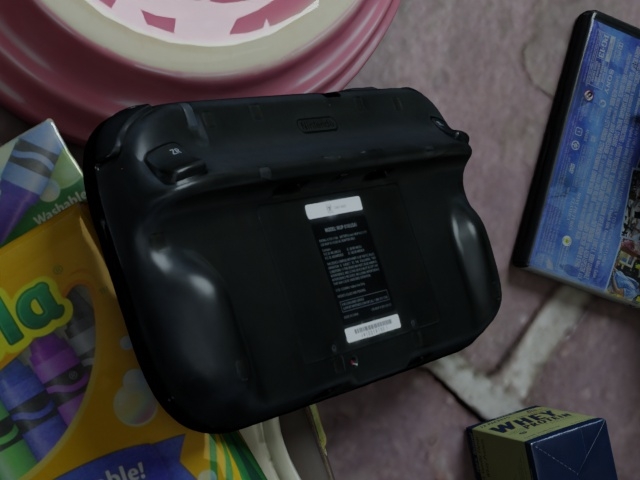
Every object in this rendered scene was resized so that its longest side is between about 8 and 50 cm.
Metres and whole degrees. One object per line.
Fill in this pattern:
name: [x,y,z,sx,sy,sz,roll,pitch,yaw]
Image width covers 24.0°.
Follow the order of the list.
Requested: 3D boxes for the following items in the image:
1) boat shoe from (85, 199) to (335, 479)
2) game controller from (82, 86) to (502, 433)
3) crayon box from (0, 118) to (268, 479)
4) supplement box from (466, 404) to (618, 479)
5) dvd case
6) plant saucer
boat shoe: [-0.057,0.103,0.861,0.116,0.097,0.324,-21,92,1]
game controller: [0.000,0.000,0.827,0.319,0.067,0.166,-11,91,-54]
crayon box: [-0.148,0.124,0.772,0.203,0.083,0.323,-30,91,1]
supplement box: [0.143,0.154,0.953,0.056,0.083,0.083,-14,95,-22]
dvd case: [0.262,-0.032,1.039,0.253,0.022,0.180,19,82,-21]
plant saucer: [-0.083,-0.213,0.861,0.332,0.084,0.332,0,90,-23]
